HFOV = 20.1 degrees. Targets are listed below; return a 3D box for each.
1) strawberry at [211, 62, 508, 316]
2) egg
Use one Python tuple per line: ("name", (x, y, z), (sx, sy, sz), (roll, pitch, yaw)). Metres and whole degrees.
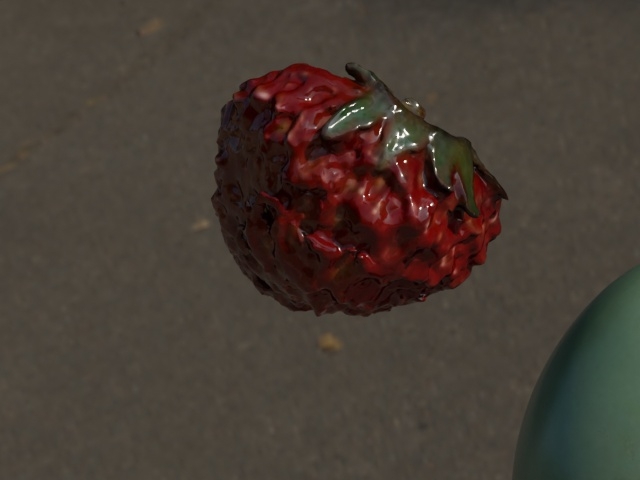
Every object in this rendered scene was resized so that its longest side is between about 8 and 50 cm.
("strawberry", (0.000, 0.000, 1.126), (0.236, 0.190, 0.111), (-44, 20, 58))
("egg", (0.314, 0.190, 1.598), (0.276, 0.389, 0.276), (19, 2, -1))
